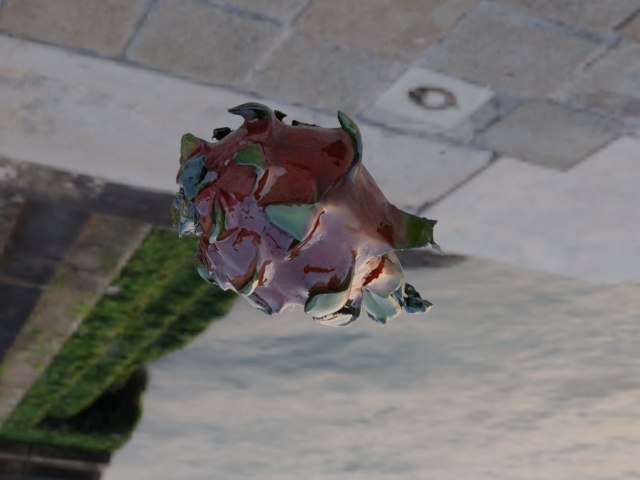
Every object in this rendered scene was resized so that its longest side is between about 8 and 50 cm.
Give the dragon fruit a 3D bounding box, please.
[{"bbox_3d":[0.002,-0.002,0.806,0.236,0.135,0.137,36,169,-25],"label":"dragon fruit"}]
